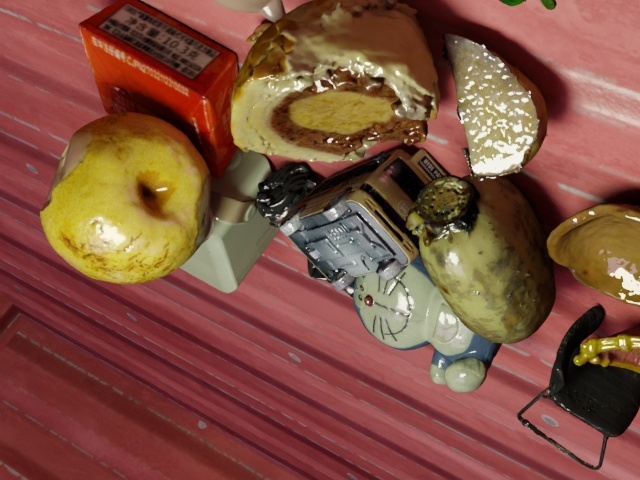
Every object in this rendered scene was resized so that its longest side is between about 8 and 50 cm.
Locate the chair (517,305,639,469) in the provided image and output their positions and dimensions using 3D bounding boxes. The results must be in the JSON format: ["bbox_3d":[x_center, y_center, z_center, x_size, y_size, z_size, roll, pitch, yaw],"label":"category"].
[{"bbox_3d":[0.393,0.208,1.682,0.145,0.140,0.221,31,154,14],"label":"chair"}]

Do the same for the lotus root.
[{"bbox_3d":[0.228,0.034,1.535,0.173,0.173,0.309,18,157,39],"label":"lotus root"}]

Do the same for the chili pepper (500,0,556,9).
[{"bbox_3d":[0.134,-0.312,1.129,0.257,0.074,0.100,42,161,-1],"label":"chili pepper"}]

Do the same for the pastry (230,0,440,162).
[{"bbox_3d":[0.014,-0.196,1.374,0.237,0.170,0.256,2,165,-3],"label":"pastry"}]

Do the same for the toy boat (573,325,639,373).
[{"bbox_3d":[0.498,0.184,1.529,0.318,0.099,0.141,23,158,24],"label":"toy boat"}]

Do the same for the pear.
[{"bbox_3d":[-0.292,-0.059,1.730,0.271,0.271,0.271,31,157,15],"label":"pear"}]

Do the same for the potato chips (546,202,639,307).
[{"bbox_3d":[0.376,0.008,1.404,0.195,0.062,0.208,24,154,16],"label":"potato chips"}]

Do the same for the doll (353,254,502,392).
[{"bbox_3d":[0.165,0.098,1.785,0.258,0.154,0.228,19,120,22],"label":"doll"}]

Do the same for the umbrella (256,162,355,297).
[{"bbox_3d":[0.000,-0.001,1.883,0.122,0.110,0.272,10,145,47],"label":"umbrella"}]

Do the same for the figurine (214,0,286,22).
[{"bbox_3d":[-0.087,-0.328,1.369,0.138,0.125,0.125,42,164,33],"label":"figurine"}]

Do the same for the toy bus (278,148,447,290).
[{"bbox_3d":[0.064,-0.033,1.664,0.139,0.157,0.289,46,159,-10],"label":"toy bus"}]

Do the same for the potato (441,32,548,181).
[{"bbox_3d":[0.209,-0.164,1.320,0.101,0.089,0.172,-10,99,36],"label":"potato"}]

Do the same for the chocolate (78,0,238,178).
[{"bbox_3d":[-0.228,-0.234,1.768,0.237,0.108,0.234,31,158,17],"label":"chocolate"}]

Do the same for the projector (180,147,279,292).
[{"bbox_3d":[-0.172,-0.053,1.946,0.163,0.177,0.242,26,157,21],"label":"projector"}]

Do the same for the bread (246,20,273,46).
[{"bbox_3d":[-0.053,-0.242,1.562,0.072,0.053,0.106,25,160,36],"label":"bread"}]
